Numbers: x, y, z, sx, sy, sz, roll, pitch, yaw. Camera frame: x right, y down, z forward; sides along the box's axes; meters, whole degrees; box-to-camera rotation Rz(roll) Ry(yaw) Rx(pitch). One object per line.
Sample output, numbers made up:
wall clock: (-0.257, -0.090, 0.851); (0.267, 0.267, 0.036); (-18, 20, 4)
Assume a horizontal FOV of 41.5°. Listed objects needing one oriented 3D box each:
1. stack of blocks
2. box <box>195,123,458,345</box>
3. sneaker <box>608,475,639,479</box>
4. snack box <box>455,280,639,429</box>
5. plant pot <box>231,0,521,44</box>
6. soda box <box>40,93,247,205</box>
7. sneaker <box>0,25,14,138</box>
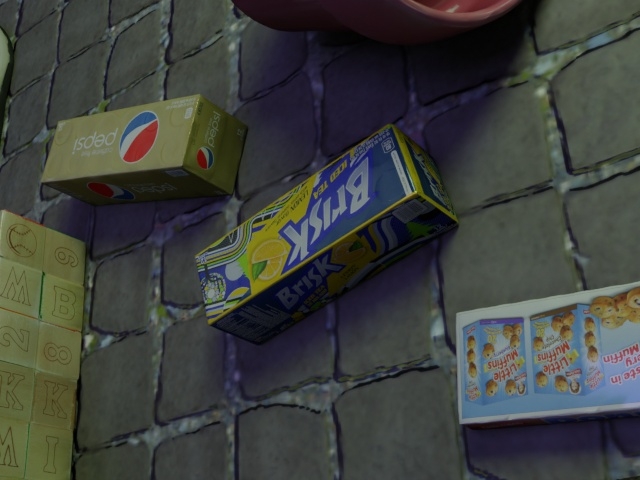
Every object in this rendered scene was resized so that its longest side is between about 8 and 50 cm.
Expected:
stack of blocks: (-0.288, 0.146, 0.691); (0.171, 0.087, 0.297); (-22, 59, 31)
box: (0.000, 0.000, 0.546); (0.169, 0.054, 0.059); (-32, 54, 23)
sneaker: (0.079, 0.218, 0.366); (0.281, 0.106, 0.163); (-40, 55, 32)
snack box: (0.151, 0.055, 0.421); (0.178, 0.022, 0.064); (-14, 63, 34)
plant pot: (0.020, -0.219, 0.549); (0.180, 0.201, 0.201); (0, 70, 55)
soda box: (-0.149, -0.070, 0.695); (0.181, 0.058, 0.061); (-1, 70, 38)
sneaker: (-0.397, -0.168, 0.913); (0.084, 0.097, 0.235); (-28, 55, 26)
